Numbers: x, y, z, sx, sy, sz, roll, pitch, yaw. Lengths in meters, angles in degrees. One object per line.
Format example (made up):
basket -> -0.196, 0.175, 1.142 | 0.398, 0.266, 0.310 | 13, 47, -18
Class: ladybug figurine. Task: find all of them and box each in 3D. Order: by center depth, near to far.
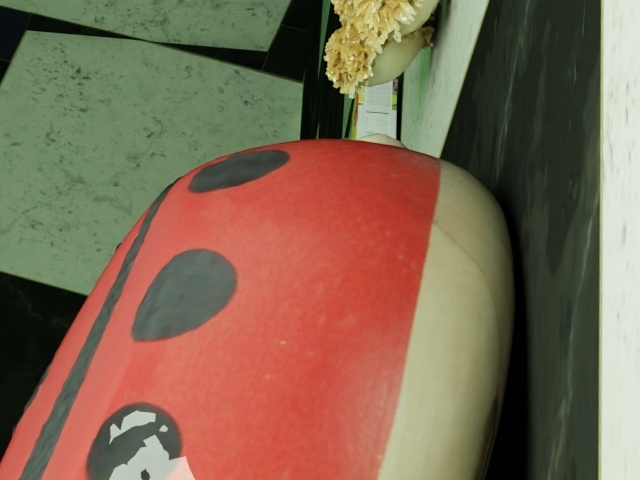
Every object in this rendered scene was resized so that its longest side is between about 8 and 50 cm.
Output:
ladybug figurine -> -0.053, 0.120, 0.913 | 0.305, 0.162, 0.449 | -37, 26, 50

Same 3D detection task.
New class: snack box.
snack box -> 0.040, -0.056, 1.678 | 0.141, 0.037, 0.100 | 98, 177, -56

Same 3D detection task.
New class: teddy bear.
teddy bear -> 0.036, -0.266, 1.379 | 0.245, 0.113, 0.338 | 149, 125, -84

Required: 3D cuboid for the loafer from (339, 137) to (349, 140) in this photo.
loafer -> 0.000, 0.000, 1.888 | 0.094, 0.087, 0.251 | 98, 176, -48
